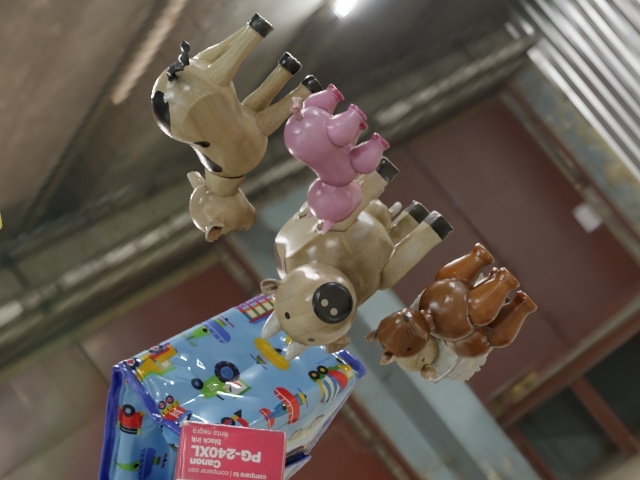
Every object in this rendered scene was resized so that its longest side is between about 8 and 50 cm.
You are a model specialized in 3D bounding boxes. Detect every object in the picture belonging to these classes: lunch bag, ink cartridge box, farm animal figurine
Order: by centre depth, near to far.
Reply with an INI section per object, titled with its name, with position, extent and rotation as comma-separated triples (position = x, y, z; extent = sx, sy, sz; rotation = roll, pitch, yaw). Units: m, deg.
[ink cartridge box]
position = -0.060, 0.191, 0.820
extent = 0.063, 0.150, 0.109
rotation = 7, -21, -5
[farm animal figurine]
position = 0.000, 0.000, 1.157
extent = 0.172, 0.330, 0.327
rotation = -43, -8, 1
[lunch bag]
position = -0.115, 0.220, 1.420
extent = 0.221, 0.138, 0.293
rotation = -25, -32, -42

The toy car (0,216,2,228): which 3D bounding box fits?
[toy car]
position = -0.324, 0.000, 1.206
extent = 0.053, 0.239, 0.225
rotation = -34, -42, -29
